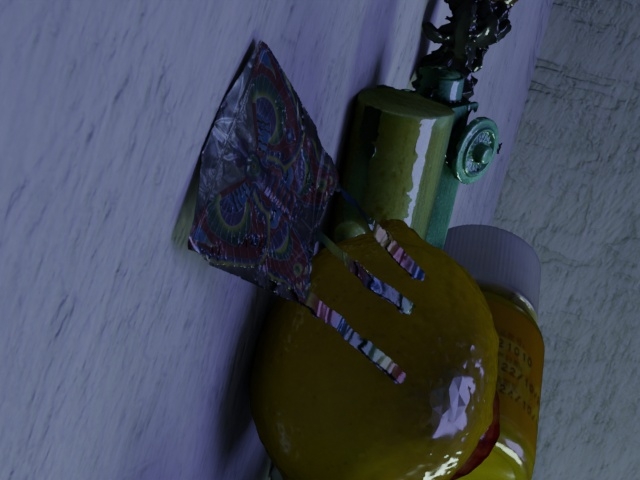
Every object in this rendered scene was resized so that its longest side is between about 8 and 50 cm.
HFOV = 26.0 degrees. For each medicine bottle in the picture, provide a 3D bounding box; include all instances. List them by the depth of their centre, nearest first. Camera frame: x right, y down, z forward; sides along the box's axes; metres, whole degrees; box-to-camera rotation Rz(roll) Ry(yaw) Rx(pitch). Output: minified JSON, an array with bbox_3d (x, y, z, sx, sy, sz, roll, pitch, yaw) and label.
[{"bbox_3d":[0.213,0.176,2.012,0.224,0.224,0.384,93,9,-49],"label":"medicine bottle"}]

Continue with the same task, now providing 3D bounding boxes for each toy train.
[{"bbox_3d":[0.063,-0.023,1.354,0.190,0.126,0.307,-9,120,-43],"label":"toy train"}]

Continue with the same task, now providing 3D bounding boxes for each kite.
[{"bbox_3d":[0.000,0.000,0.954,0.285,0.015,0.152,45,55,-46],"label":"kite"}]

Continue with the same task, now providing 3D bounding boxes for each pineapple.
[{"bbox_3d":[0.173,-0.258,1.558,0.119,0.111,0.237,12,105,-48],"label":"pineapple"}]

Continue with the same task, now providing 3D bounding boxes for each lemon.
[{"bbox_3d":[0.045,0.110,1.142,0.204,0.204,0.260,54,49,-77],"label":"lemon"}]

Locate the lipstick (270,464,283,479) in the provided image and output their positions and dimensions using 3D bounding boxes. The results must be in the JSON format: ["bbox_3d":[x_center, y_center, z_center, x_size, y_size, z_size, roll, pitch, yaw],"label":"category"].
[{"bbox_3d":[0.016,0.168,1.470,0.264,0.059,0.059,-62,164,-51],"label":"lipstick"}]

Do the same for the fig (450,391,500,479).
[{"bbox_3d":[0.097,0.200,1.718,0.186,0.250,0.203,-45,-131,31],"label":"fig"}]
